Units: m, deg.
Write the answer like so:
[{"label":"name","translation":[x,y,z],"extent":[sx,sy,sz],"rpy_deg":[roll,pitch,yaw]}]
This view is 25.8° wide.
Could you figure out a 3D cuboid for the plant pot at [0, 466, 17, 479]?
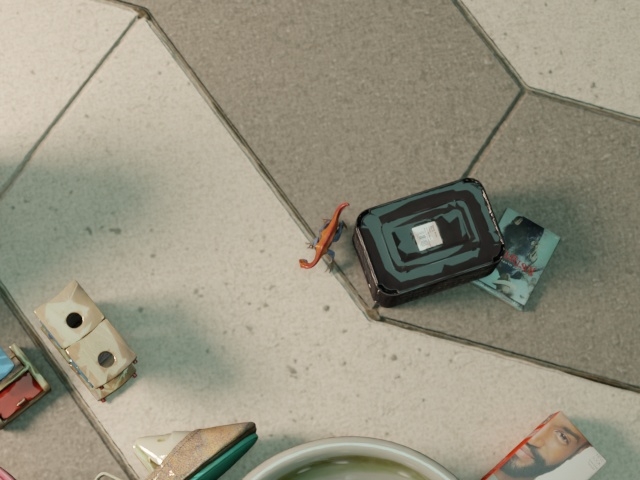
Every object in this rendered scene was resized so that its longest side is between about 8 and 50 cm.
[{"label":"plant pot","translation":[-0.432,0.361,1.668],"extent":[0.201,0.180,0.201],"rpy_deg":[1,77,-6]}]

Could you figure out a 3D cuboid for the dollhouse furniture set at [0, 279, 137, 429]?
[{"label":"dollhouse furniture set","translation":[-0.338,0.166,1.750],"extent":[0.184,0.129,0.129],"rpy_deg":[-38,84,-14]}]

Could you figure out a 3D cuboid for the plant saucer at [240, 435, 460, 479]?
[{"label":"plant saucer","translation":[0.034,0.448,1.742],"extent":[0.400,0.100,0.400],"rpy_deg":[2,77,-7]}]

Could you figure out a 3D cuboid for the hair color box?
[{"label":"hair color box","translation":[0.280,0.312,1.826],"extent":[0.167,0.053,0.093],"rpy_deg":[-41,83,-15]}]

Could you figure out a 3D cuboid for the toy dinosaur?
[{"label":"toy dinosaur","translation":[0.000,0.000,1.863],"extent":[0.047,0.090,0.082],"rpy_deg":[19,43,14]}]

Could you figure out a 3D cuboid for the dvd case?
[{"label":"dvd case","translation":[0.265,0.025,1.912],"extent":[0.087,0.013,0.119],"rpy_deg":[31,77,1]}]

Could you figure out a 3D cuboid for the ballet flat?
[{"label":"ballet flat","translation":[-0.220,0.311,1.747],"extent":[0.316,0.107,0.106],"rpy_deg":[-42,77,-15]}]

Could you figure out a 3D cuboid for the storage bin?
[{"label":"storage bin","translation":[0.142,0.004,1.859],"extent":[0.180,0.084,0.122],"rpy_deg":[-18,77,-7]}]
